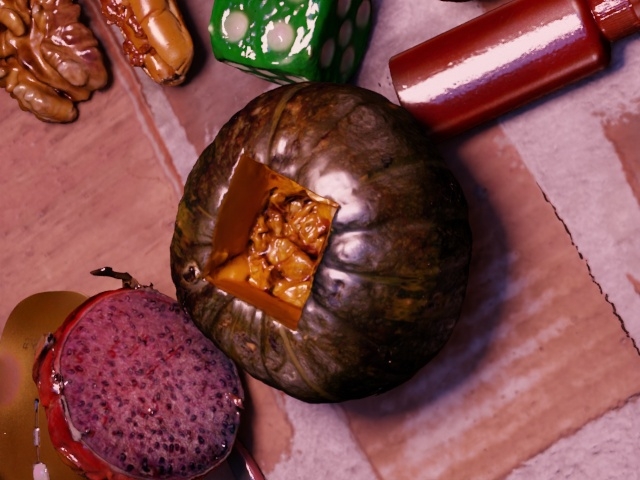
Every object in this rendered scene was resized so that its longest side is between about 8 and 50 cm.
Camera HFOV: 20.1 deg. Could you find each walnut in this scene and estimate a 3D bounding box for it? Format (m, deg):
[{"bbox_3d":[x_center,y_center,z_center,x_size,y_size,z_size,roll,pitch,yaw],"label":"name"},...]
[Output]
[{"bbox_3d":[-0.314,-0.211,1.976,0.170,0.069,0.143,47,118,5],"label":"walnut"}]

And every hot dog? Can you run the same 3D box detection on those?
[{"bbox_3d":[-0.208,-0.278,1.941,0.076,0.102,0.249,-18,77,-17],"label":"hot dog"}]

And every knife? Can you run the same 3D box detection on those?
[{"bbox_3d":[-0.046,0.305,1.847,0.035,0.018,0.247,-32,74,15],"label":"knife"}]

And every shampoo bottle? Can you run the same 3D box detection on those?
[{"bbox_3d":[0.200,-0.186,1.768,0.260,0.064,0.102,-23,78,19],"label":"shampoo bottle"}]

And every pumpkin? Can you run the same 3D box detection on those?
[{"bbox_3d":[0.000,0.000,1.759,0.320,0.192,0.320,-1,88,31],"label":"pumpkin"}]

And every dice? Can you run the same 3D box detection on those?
[{"bbox_3d":[-0.030,-0.220,1.837,0.128,0.131,0.120,16,91,23],"label":"dice"}]

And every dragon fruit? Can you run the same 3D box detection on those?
[{"bbox_3d":[-0.203,0.171,1.858,0.224,0.218,0.148,37,141,-6],"label":"dragon fruit"}]

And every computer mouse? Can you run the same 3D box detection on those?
[{"bbox_3d":[-0.290,0.176,1.951,0.126,0.056,0.245,-1,85,24],"label":"computer mouse"}]

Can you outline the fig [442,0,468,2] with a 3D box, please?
[{"bbox_3d":[0.109,-0.327,1.808,0.146,0.133,0.201,-38,45,-14],"label":"fig"}]
